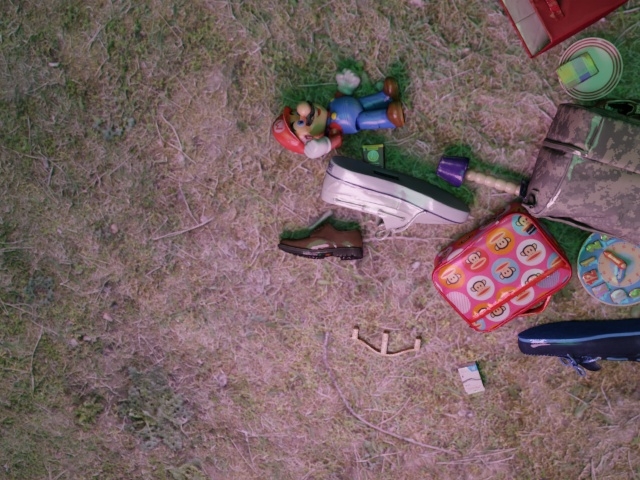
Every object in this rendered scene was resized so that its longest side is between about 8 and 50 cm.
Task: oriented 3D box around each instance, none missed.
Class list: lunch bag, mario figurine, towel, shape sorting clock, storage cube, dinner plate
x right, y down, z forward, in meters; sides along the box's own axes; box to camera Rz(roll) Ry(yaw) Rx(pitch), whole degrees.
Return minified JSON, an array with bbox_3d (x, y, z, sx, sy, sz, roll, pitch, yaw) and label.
[{"bbox_3d":[0.623,-0.140,1.382,0.305,0.212,0.256,16,102,-7],"label":"lunch bag"},{"bbox_3d":[0.034,-0.308,1.513,0.320,0.198,0.170,-14,109,9],"label":"mario figurine"},{"bbox_3d":[0.590,-0.390,1.456,0.083,0.009,0.060,-30,92,15],"label":"towel"},{"bbox_3d":[0.721,0.057,1.509,0.206,0.040,0.206,2,101,11],"label":"shape sorting clock"},{"bbox_3d":[0.443,0.081,1.522,0.293,0.120,0.258,-39,97,24],"label":"lunch bag"},{"bbox_3d":[0.519,-0.536,1.362,0.193,0.215,0.184,-29,93,8],"label":"storage cube"},{"bbox_3d":[0.623,-0.396,1.461,0.141,0.017,0.141,2,99,11],"label":"dinner plate"}]

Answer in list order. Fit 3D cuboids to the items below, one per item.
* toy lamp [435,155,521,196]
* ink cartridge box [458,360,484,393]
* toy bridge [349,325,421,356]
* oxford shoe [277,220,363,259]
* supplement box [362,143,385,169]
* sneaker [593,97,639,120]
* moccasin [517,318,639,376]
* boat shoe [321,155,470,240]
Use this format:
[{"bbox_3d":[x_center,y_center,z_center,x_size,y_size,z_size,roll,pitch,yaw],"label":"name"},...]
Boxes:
[{"bbox_3d":[0.415,-0.140,1.518,0.274,0.080,0.080,19,103,9],"label":"toy lamp"},{"bbox_3d":[0.393,0.361,1.636,0.048,0.028,0.083,-18,96,14],"label":"ink cartridge box"},{"bbox_3d":[0.170,0.272,1.667,0.188,0.026,0.063,8,102,11],"label":"toy bridge"},{"bbox_3d":[0.000,0.000,1.637,0.227,0.083,0.096,0,81,11],"label":"oxford shoe"},{"bbox_3d":[0.134,-0.200,1.582,0.054,0.043,0.083,-3,100,11],"label":"supplement box"},{"bbox_3d":[0.721,-0.288,1.432,0.188,0.071,0.066,4,100,11],"label":"sneaker"},{"bbox_3d":[0.653,0.265,1.512,0.341,0.138,0.117,-3,104,13],"label":"moccasin"},{"bbox_3d":[0.172,-0.075,1.534,0.366,0.136,0.157,15,116,-12],"label":"boat shoe"}]
